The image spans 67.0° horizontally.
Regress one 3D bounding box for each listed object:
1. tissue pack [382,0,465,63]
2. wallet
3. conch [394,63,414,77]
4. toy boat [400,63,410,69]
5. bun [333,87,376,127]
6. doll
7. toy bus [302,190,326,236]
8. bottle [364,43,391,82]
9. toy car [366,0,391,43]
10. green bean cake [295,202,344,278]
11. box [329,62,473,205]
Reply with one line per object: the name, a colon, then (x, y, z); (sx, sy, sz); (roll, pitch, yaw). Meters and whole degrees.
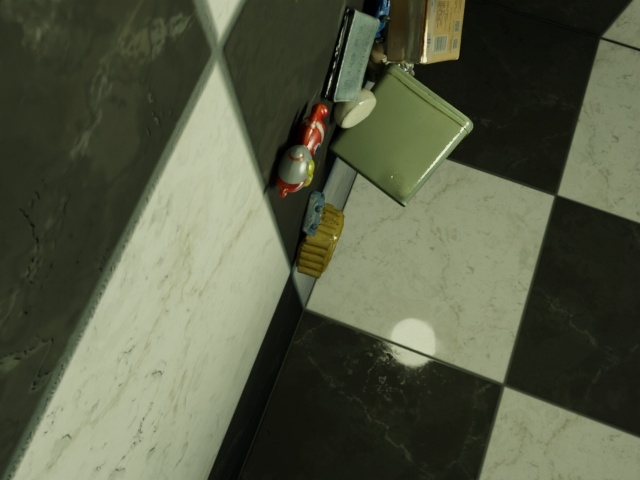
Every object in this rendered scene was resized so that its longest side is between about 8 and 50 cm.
tissue pack: (0.283, -0.688, 1.417); (0.238, 0.239, 0.305); (-61, 154, -60)
wallet: (0.081, -0.455, 1.217); (0.167, 0.036, 0.222); (-27, 138, -59)
conch: (0.297, -0.708, 1.897); (0.313, 0.186, 0.240); (102, 10, -80)
toy boat: (0.272, -0.738, 1.673); (0.141, 0.141, 0.269); (-48, 146, -76)
bun: (0.092, -0.412, 1.457); (0.138, 0.094, 0.138); (-32, 170, -6)
doll: (-0.039, -0.186, 1.040); (0.142, 0.076, 0.245); (101, 6, -57)
toy bus: (-0.022, -0.091, 1.639); (0.051, 0.061, 0.153); (-58, 166, -59)
bottle: (0.197, -0.630, 1.664); (0.097, 0.110, 0.209); (-28, 176, 1)
toy car: (0.161, -0.641, 1.371); (0.216, 0.063, 0.103); (87, 4, -86)
green bean cake: (0.000, 0.000, 1.824); (0.224, 0.131, 0.229); (-66, 175, -48)
box: (0.264, -0.346, 1.646); (0.343, 0.352, 0.177); (-52, 177, 6)
